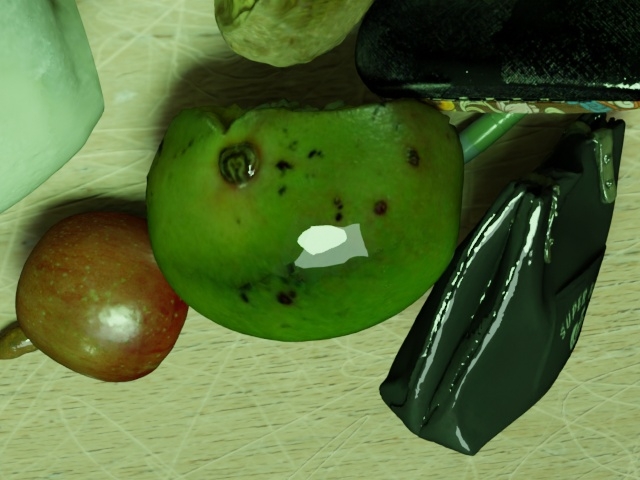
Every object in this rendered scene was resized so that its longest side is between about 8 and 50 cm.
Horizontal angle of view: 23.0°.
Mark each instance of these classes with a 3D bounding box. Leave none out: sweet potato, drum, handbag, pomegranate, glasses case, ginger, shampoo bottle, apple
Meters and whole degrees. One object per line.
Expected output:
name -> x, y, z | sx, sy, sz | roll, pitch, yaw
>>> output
sweet potato -> -0.323, 0.104, 1.717 | 0.179, 0.044, 0.044 | -26, 132, 12
drum -> 0.237, -0.148, 1.592 | 0.130, 0.049, 0.253 | 20, 126, -27
handbag -> 0.212, 0.025, 1.602 | 0.152, 0.342, 0.288 | 27, 124, 17
pomegranate -> 0.000, 0.000, 1.522 | 0.309, 0.216, 0.358 | -8, 158, 23
glasses case -> 0.182, -0.180, 1.426 | 0.321, 0.122, 0.082 | 3, 155, 28
ginger -> 0.025, -0.262, 1.393 | 0.221, 0.130, 0.276 | -6, 143, -25
shampoo bottle -> -0.349, -0.155, 1.279 | 0.317, 0.322, 0.322 | -21, 133, 0
apple -> -0.215, 0.056, 1.610 | 0.168, 0.181, 0.181 | 21, 129, 3
